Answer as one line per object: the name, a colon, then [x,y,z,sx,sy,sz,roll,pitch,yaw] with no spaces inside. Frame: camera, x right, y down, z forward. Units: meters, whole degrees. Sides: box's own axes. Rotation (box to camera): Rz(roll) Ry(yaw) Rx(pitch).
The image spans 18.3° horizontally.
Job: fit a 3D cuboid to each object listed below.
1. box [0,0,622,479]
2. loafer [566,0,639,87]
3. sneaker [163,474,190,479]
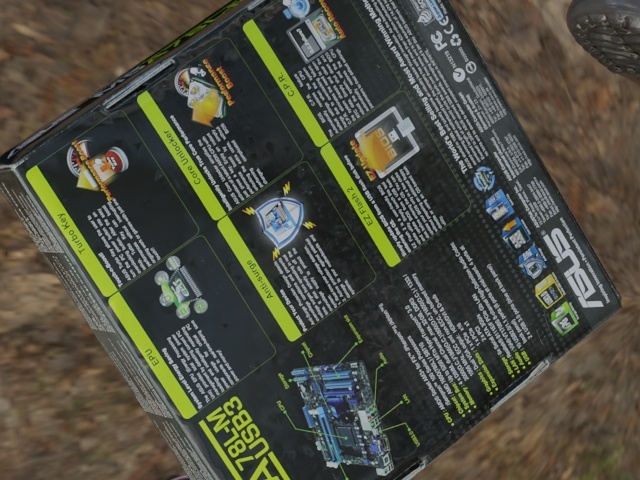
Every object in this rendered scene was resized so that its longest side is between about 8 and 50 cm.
box: [0.000,0.000,0.765,0.184,0.045,0.190,-37,104,-16]
loafer: [0.306,-0.150,1.477,0.134,0.366,0.130,15,82,30]
sneaker: [-0.076,0.234,1.834,0.178,0.077,0.072,1,119,9]
